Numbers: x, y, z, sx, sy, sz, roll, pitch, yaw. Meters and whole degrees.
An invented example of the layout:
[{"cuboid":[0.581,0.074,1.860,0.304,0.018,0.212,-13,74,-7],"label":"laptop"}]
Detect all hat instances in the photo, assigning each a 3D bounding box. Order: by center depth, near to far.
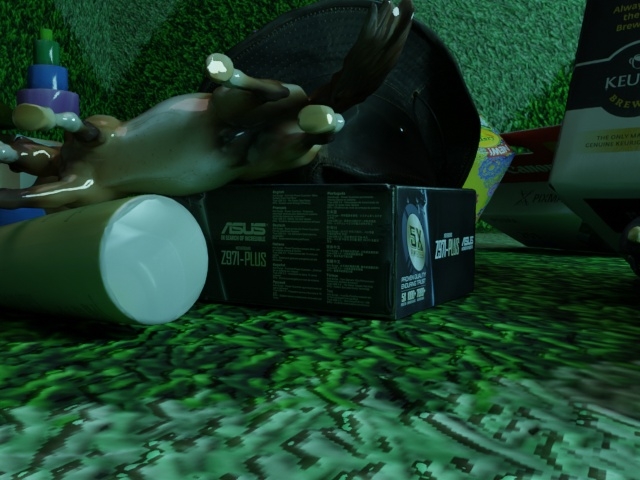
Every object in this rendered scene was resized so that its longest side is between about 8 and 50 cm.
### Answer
[{"cuboid":[0.026,-0.061,0.703,0.331,0.331,0.134,0,44,-13],"label":"hat"}]

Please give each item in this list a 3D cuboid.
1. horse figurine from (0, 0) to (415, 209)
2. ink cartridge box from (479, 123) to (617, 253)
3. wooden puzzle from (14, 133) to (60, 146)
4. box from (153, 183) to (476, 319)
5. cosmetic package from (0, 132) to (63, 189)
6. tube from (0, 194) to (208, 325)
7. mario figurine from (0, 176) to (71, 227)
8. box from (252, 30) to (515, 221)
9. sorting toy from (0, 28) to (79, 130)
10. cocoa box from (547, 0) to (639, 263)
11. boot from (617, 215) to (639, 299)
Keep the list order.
[{"cuboid":[-0.075,-0.058,0.380,0.263,0.066,0.174,-14,4,3],"label":"horse figurine"},{"cuboid":[0.326,-0.063,1.015,0.261,0.066,0.296,28,-10,-25],"label":"ink cartridge box"},{"cuboid":[-0.215,-0.066,0.544,0.083,0.006,0.049,16,-17,-22],"label":"wooden puzzle"},{"cuboid":[0.000,0.000,0.484,0.180,0.077,0.147,2,4,30],"label":"box"},{"cuboid":[-0.445,-0.057,0.821,0.129,0.153,0.296,1,4,17],"label":"cosmetic package"},{"cuboid":[-0.164,0.014,0.394,0.240,0.070,0.062,-5,41,42],"label":"tube"},{"cuboid":[-0.332,-0.058,0.480,0.320,0.198,0.170,7,42,-32],"label":"mario figurine"},{"cuboid":[0.058,-0.139,0.989,0.290,0.177,0.279,-3,45,-28],"label":"box"},{"cuboid":[-0.445,-0.194,0.823,0.365,0.126,0.127,0,2,20],"label":"sorting toy"},{"cuboid":[0.380,-0.099,0.475,0.347,0.228,0.231,3,-18,42],"label":"cocoa box"},{"cuboid":[0.211,0.014,0.315,0.236,0.085,0.178,-10,-1,-34],"label":"boot"}]
